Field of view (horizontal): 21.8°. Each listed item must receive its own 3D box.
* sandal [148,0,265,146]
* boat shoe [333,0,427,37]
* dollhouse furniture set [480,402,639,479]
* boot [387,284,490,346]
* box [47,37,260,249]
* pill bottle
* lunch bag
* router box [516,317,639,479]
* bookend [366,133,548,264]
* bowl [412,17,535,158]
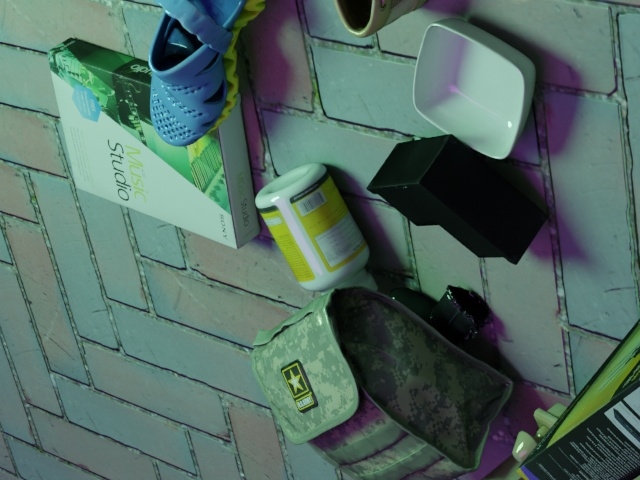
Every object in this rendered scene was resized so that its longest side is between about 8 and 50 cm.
[{"bbox_3d":[-0.164,-0.235,2.040,0.126,0.138,0.317,38,137,18],"label":"sandal"},{"bbox_3d":[0.041,-0.383,1.773,0.121,0.110,0.341,11,128,40],"label":"boat shoe"},{"bbox_3d":[0.328,0.382,1.956,0.355,0.173,0.303,28,150,57],"label":"dollhouse furniture set"},{"bbox_3d":[0.150,0.086,2.111,0.121,0.045,0.099,41,145,2],"label":"boot"},{"bbox_3d":[-0.232,-0.136,2.310,0.322,0.058,0.232,19,132,33],"label":"box"},{"bbox_3d":[0.000,0.000,2.145,0.103,0.103,0.184,-11,112,50],"label":"pill bottle"},{"bbox_3d":[0.059,0.190,2.129,0.287,0.169,0.235,36,149,-11],"label":"lunch bag"},{"bbox_3d":[0.361,0.125,1.705,0.081,0.309,0.243,44,142,4],"label":"router box"},{"bbox_3d":[0.159,-0.045,1.958,0.157,0.072,0.156,39,166,-15],"label":"bookend"},{"bbox_3d":[0.178,-0.175,1.856,0.142,0.053,0.142,33,139,23],"label":"bowl"}]
